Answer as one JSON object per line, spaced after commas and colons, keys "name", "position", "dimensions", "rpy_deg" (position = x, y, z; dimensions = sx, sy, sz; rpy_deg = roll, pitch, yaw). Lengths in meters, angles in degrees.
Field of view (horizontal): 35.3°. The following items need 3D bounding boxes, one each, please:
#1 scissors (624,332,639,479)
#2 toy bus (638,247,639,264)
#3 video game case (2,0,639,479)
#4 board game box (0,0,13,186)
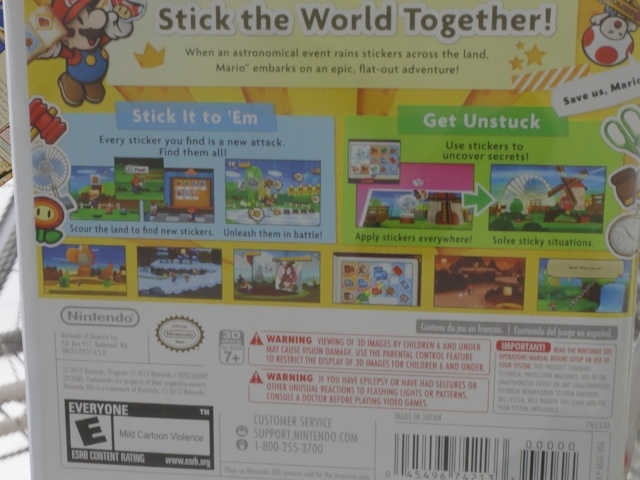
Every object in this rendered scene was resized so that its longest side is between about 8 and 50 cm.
{"name": "scissors", "position": [0.174, 0.156, 0.646], "dimensions": [0.021, 0.109, 0.297], "rpy_deg": [34, -121, -87]}
{"name": "toy bus", "position": [0.249, -0.040, 0.664], "dimensions": [0.202, 0.191, 0.104], "rpy_deg": [-39, -28, 2]}
{"name": "video game case", "position": [0.000, 0.000, 0.370], "dimensions": [0.026, 0.227, 0.206], "rpy_deg": [-60, -29, -77]}
{"name": "board game box", "position": [-0.286, -0.142, 0.910], "dimensions": [0.193, 0.045, 0.146], "rpy_deg": [-35, -49, 2]}
